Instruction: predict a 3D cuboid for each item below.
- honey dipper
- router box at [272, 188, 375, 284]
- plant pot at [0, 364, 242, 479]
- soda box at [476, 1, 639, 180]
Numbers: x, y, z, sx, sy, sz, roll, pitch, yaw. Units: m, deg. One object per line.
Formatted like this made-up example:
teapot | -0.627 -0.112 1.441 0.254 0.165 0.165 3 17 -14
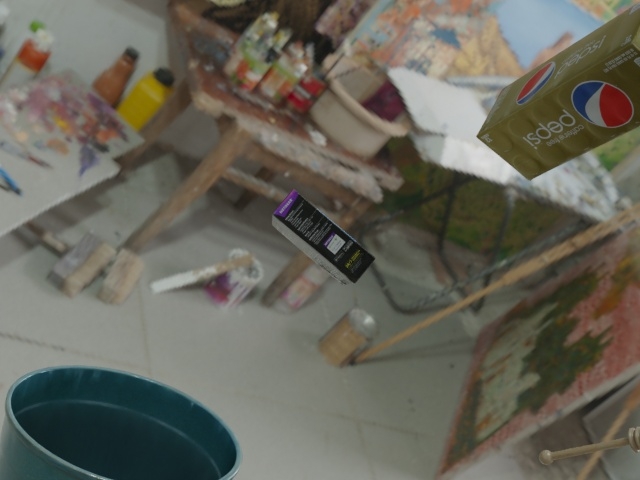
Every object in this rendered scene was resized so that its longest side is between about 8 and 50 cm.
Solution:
honey dipper | 0.339 0.250 1.253 0.030 0.160 0.031 29 52 -45
router box | 0.000 0.000 1.328 0.133 0.046 0.179 40 -5 -1
plant pot | -0.256 0.320 1.183 0.271 0.255 0.272 18 13 -4
soda box | 0.198 -0.108 0.760 0.061 0.181 0.058 38 63 -12
